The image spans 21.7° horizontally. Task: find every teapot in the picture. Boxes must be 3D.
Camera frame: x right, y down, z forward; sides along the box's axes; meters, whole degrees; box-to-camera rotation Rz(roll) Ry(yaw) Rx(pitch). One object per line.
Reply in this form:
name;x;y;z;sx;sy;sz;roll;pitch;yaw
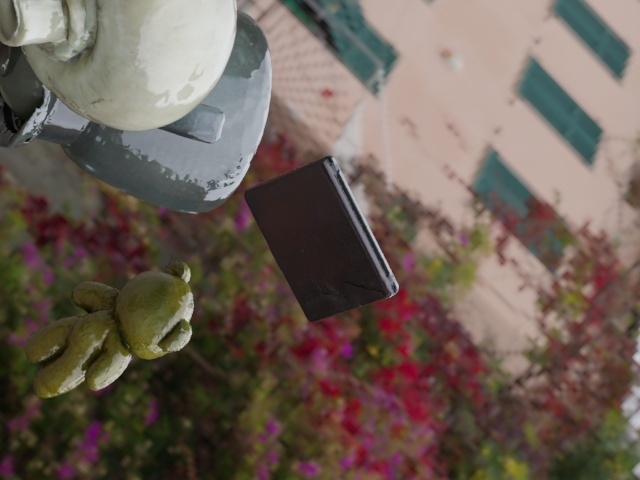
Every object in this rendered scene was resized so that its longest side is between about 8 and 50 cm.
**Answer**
teapot;-0.209;-0.134;1.680;0.223;0.285;0.305;-60;-150;31

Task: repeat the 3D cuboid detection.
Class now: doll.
doll;-0.229;0.107;1.856;0.209;0.097;0.137;-23;-130;15

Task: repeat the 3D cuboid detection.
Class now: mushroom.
mushroom;-0.188;-0.211;1.414;0.202;0.246;0.246;-11;171;-32

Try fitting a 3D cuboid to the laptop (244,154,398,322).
laptop;0.000;0.000;2.228;0.154;0.207;0.026;-21;-169;35
